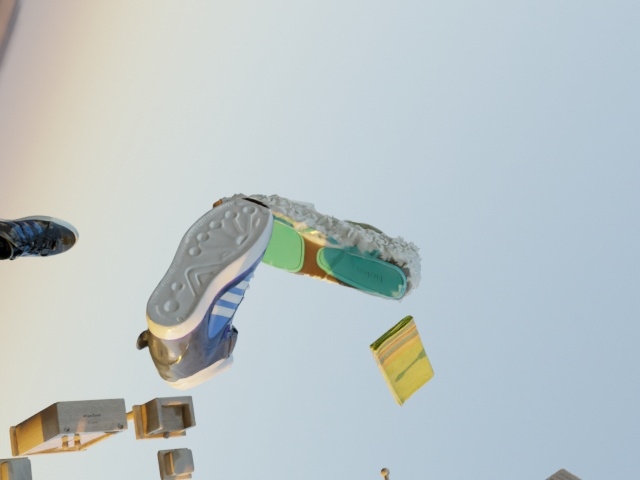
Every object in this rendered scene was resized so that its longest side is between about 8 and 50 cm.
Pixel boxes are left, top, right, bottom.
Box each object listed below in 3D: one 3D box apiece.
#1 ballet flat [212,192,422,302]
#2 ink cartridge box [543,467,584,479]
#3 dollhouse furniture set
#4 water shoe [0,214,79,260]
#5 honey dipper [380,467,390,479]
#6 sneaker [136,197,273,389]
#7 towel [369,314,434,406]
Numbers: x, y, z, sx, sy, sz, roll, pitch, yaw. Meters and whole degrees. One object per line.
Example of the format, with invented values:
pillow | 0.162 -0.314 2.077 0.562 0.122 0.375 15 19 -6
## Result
ballet flat | 0.000 0.000 2.475 0.147 0.409 0.147 21 90 -81
ink cartridge box | 0.368 0.524 2.238 0.273 0.114 0.197 -31 -162 -14
dollhouse furniture set | -0.319 0.414 1.868 0.174 0.303 0.356 -30 -114 53
water shoe | -0.473 0.007 2.068 0.080 0.203 0.073 -119 -140 -49
honey dipper | 0.135 0.498 2.491 0.030 0.030 0.161 -55 -141 44
sneaker | -0.182 0.105 2.274 0.323 0.130 0.236 -55 155 -33
towel | 0.164 0.237 2.591 0.102 0.237 0.021 -37 -126 -9
